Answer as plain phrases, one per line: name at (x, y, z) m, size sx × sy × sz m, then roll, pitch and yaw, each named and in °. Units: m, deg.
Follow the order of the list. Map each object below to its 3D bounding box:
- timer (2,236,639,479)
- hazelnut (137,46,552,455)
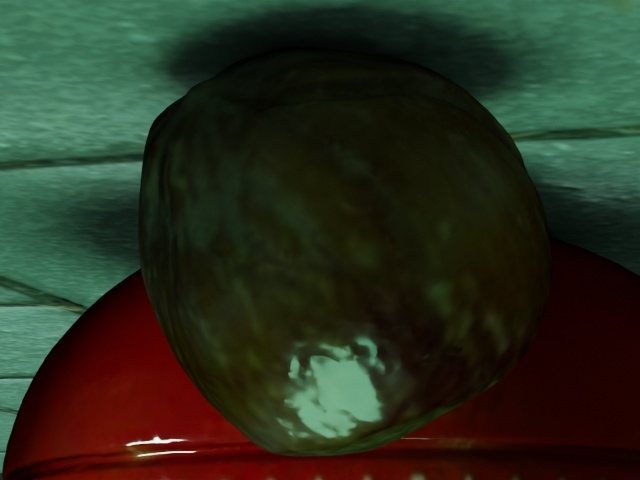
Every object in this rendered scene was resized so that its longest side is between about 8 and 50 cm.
timer at (0.032, 0.136, 0.902) m, size 0.378 × 0.279 × 0.378 m, roll 2°, pitch 166°, yaw 0°
hazelnut at (0.000, 0.000, 0.623) m, size 0.143 × 0.143 × 0.154 m, roll 8°, pitch -177°, yaw -29°
